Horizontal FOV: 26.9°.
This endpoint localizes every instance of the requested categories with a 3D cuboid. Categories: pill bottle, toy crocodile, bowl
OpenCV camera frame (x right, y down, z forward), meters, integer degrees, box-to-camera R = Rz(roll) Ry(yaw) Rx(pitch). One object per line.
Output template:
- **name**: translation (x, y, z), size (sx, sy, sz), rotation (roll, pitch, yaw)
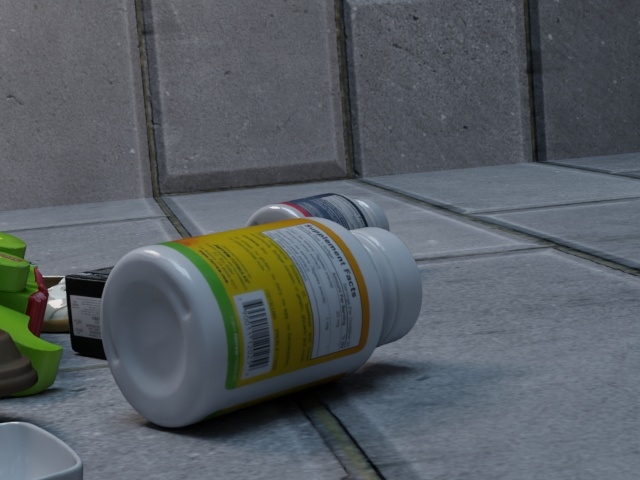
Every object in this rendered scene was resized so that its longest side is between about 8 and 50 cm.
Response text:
- **pill bottle**: translation (0.000, 0.000, 1.579), size (0.108, 0.108, 0.180), rotation (1, 8, 35)
- **toy crocodile**: translation (-0.302, 0.063, 1.270), size (0.105, 0.115, 0.340), rotation (13, 5, -15)
- **pill bottle**: translation (-0.037, 0.055, 1.057), size (0.246, 0.136, 0.136), rotation (-11, 10, -43)
- **bowl**: translation (-0.211, 0.149, 0.756), size (0.142, 0.053, 0.142), rotation (-9, 8, -27)

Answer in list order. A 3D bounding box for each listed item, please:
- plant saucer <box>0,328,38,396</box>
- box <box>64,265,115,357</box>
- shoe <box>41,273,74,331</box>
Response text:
- **plant saucer**: translation (-0.344, 0.083, 0.963), size (0.278, 0.041, 0.278), rotation (3, 1, 0)
- **box**: translation (-0.131, 0.064, 1.274), size (0.180, 0.077, 0.147), rotation (3, 11, 45)
- **shoe**: translation (-0.298, 0.064, 1.452), size (0.219, 0.058, 0.076), rotation (-1, 8, 24)
